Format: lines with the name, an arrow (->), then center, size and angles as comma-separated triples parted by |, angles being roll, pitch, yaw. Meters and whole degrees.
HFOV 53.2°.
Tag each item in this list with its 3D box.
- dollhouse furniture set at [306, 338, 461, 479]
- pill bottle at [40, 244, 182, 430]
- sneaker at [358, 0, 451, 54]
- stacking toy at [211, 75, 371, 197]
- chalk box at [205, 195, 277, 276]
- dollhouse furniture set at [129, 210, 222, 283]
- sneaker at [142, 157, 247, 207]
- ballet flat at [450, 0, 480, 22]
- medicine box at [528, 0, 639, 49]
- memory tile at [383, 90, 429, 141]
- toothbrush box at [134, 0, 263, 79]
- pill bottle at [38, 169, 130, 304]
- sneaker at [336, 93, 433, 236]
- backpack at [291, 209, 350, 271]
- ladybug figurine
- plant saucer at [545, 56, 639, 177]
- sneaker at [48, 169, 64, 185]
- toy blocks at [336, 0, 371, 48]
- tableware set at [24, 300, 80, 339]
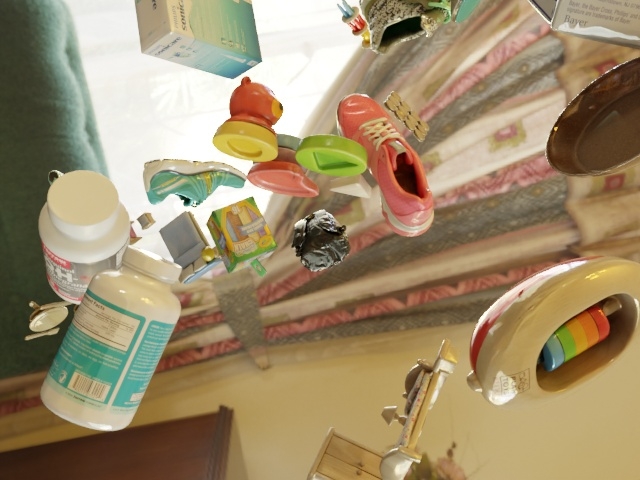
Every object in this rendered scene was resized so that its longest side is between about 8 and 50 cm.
dollhouse furniture set -> 0.088, 0.365, 1.148 | 0.355, 0.174, 0.303 | 101, 15, -45
pill bottle -> -0.310, 0.145, 0.987 | 0.146, 0.146, 0.264 | 147, -32, -86
sneaker -> 0.262, -0.507, 1.348 | 0.158, 0.411, 0.181 | 29, 55, -40
stacking toy -> -0.034, -0.192, 1.239 | 0.309, 0.280, 0.130 | 56, 41, -72
chalk box -> -0.215, 0.007, 1.797 | 0.213, 0.132, 0.132 | 64, -24, 8
dollhouse furniture set -> -0.498, 0.009, 1.933 | 0.286, 0.303, 0.198 | 61, 21, 8
sneaker -> -0.289, -0.130, 1.472 | 0.107, 0.275, 0.109 | 4, -84, 43
ballet flat -> 0.267, -0.473, 1.095 | 0.068, 0.072, 0.213 | 52, -29, 14
medicine box -> 0.376, -0.419, 0.790 | 0.263, 0.149, 0.289 | -81, -178, -57
memory tile -> 0.231, -0.332, 1.708 | 0.148, 0.012, 0.113 | 44, 34, -10
toothbrush box -> -0.304, -0.551, 1.596 | 0.296, 0.126, 0.216 | 1, 74, -51
pill bottle -> -0.492, -0.005, 1.342 | 0.318, 0.177, 0.176 | 118, -35, -55
sneaker -> 0.134, -0.167, 1.199 | 0.313, 0.116, 0.136 | 63, -12, 17
backpack -> 0.000, 0.000, 1.712 | 0.182, 0.152, 0.115 | -110, 178, -60
ladybug figurine -> 0.475, 0.175, 1.300 | 0.162, 0.450, 0.305 | 45, -27, 54
plant saucer -> 0.378, -0.149, 0.798 | 0.036, 0.198, 0.198 | 38, 15, -23
sneaker -> -0.656, -0.128, 1.618 | 0.069, 0.038, 0.098 | -65, 153, -86
toy blocks -> 0.115, -0.575, 1.607 | 0.148, 0.123, 0.054 | 38, 9, -45
tableware set -> -0.590, 0.161, 1.493 | 0.039, 0.194, 0.128 | 52, -56, 20
